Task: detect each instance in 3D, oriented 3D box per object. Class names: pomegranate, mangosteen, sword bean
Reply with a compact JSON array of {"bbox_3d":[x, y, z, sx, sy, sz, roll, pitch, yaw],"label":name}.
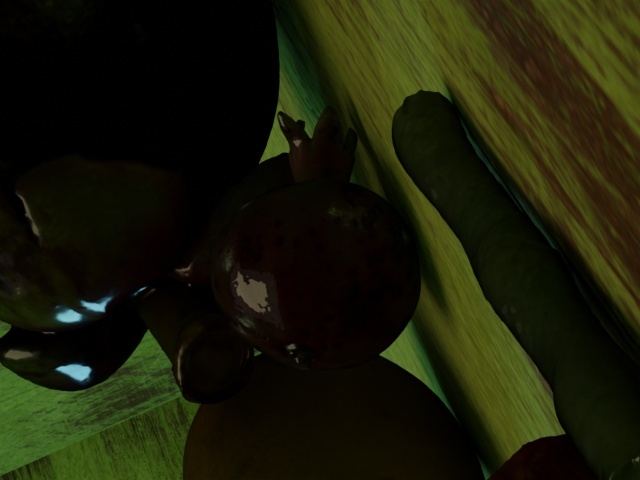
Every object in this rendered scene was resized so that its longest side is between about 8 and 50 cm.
[{"bbox_3d":[0.005,0.001,1.089,0.129,0.129,0.159,-168,98,-85],"label":"pomegranate"},{"bbox_3d":[-0.169,-0.084,1.265,0.435,0.382,0.382,40,172,8],"label":"mangosteen"},{"bbox_3d":[0.077,0.015,0.676,0.043,0.038,0.269,63,180,-35],"label":"sword bean"}]

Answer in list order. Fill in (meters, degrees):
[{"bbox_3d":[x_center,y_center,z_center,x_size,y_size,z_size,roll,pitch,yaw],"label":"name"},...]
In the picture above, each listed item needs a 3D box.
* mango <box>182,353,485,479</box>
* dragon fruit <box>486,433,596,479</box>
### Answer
[{"bbox_3d":[0.020,0.187,1.215,0.173,0.211,0.317,-67,29,18],"label":"mango"},{"bbox_3d":[0.091,0.170,0.698,0.262,0.163,0.189,67,-148,-70],"label":"dragon fruit"}]
